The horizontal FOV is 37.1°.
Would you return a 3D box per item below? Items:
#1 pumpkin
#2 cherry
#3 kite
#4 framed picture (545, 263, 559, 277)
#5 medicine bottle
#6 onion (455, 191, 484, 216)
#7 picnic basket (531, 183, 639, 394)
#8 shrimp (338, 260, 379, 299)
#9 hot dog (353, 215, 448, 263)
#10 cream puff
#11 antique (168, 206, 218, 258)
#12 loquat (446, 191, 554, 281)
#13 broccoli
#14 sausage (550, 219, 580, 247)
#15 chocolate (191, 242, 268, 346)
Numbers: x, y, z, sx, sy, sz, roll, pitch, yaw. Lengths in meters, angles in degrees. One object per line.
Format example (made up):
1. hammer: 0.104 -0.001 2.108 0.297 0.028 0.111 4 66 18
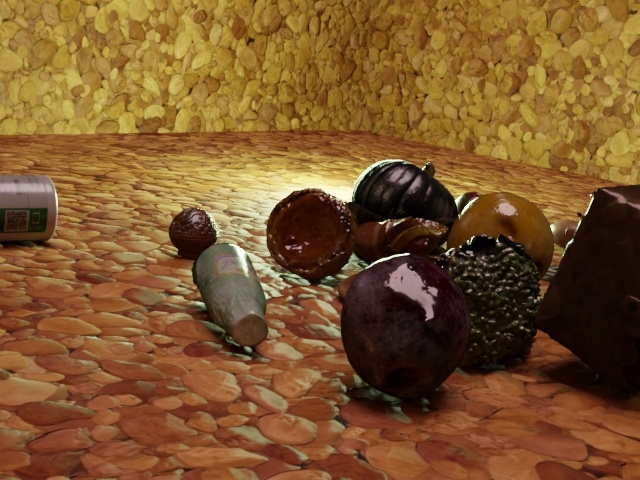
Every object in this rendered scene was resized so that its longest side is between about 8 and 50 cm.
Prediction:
1. pumpkin: 0.199 -0.087 2.180 0.250 0.216 0.250 36 -2 2
2. cherry: 0.113 0.122 1.281 0.195 0.195 0.195 6 13 -1
3. kite: 0.162 -0.019 2.016 0.335 0.011 0.314 25 -25 -33
4. framed picture: 0.633 0.080 2.015 0.293 0.018 0.231 12 12 40
5. medicine bottle: -0.653 -0.060 1.818 0.274 0.133 0.133 -3 16 -32
6. onion: 0.376 -0.059 2.341 0.118 0.117 0.118 1 35 0
7. picnic basket: 0.512 0.088 1.373 0.321 0.291 0.254 33 25 31
8. shrimp: 0.122 0.082 1.751 0.152 0.046 0.219 9 17 16
9. hot dog: 0.139 0.012 1.949 0.123 0.093 0.261 19 -17 -38
10. cream puff: 0.000 0.000 1.870 0.183 0.183 0.169 11 -10 19
11. antique: -0.253 -0.018 1.898 0.104 0.104 0.104 6 13 -1
12. loquat: 0.351 0.003 1.850 0.213 0.213 0.213 6 13 -1
13. broccoli: 0.228 0.126 1.487 0.242 0.273 0.180 8 54 -36
14. sausage: 0.732 0.017 2.247 0.433 0.088 0.088 12 14 29
15. chocolate: -0.135 0.089 1.498 0.110 0.110 0.291 3 15 -15
